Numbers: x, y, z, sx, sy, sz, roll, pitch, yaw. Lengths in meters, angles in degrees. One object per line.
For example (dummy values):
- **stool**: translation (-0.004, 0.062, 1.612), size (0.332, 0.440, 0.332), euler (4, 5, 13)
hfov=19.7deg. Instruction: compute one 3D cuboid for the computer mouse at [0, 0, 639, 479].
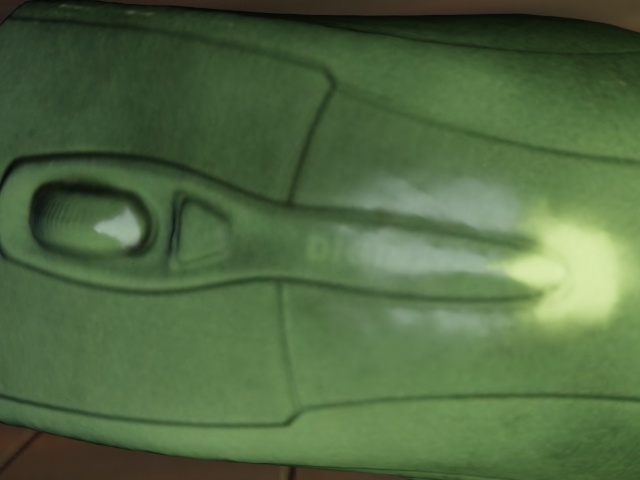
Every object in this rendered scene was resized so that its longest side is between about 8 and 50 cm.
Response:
- **computer mouse**: translation (0.000, 0.000, 0.699), size (0.371, 0.122, 0.188), euler (6, 90, 19)
